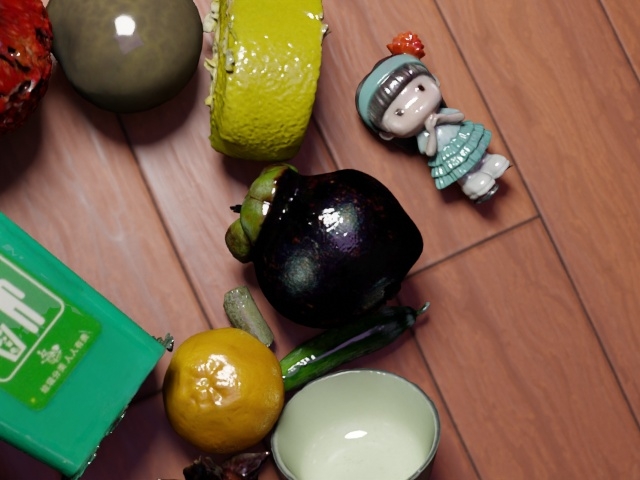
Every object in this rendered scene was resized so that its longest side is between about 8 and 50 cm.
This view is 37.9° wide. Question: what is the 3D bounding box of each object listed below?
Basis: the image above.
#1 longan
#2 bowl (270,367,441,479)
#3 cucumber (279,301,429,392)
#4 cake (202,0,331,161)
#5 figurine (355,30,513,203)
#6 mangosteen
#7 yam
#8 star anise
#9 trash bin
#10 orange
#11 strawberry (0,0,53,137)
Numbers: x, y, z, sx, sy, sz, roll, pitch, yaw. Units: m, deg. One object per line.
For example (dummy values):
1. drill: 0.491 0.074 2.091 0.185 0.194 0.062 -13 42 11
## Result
1. longan: -0.250 -0.259 1.195 0.212 0.198 0.198 29 73 32
2. bowl: 0.050 0.272 1.177 0.211 0.112 0.211 -7 39 6
3. cucumber: 0.036 0.137 1.252 0.250 0.056 0.056 -24 86 -14
4. cake: -0.074 -0.237 1.206 0.156 0.179 0.261 1 60 -9
5. figurine: 0.160 -0.164 1.303 0.245 0.110 0.138 42 73 -7
6. mangosteen: 0.000 0.000 1.182 0.242 0.243 0.243 2 80 -11
7. yam: -0.096 0.106 1.236 0.043 0.043 0.094 -30 89 -14
8. star anise: -0.125 0.303 1.153 0.212 0.157 0.053 8 40 -8
9. trash bin: -0.393 0.091 1.079 0.381 0.295 0.259 39 75 -13
10. orange: -0.124 0.186 1.160 0.158 0.136 0.159 -3 76 13
11. strawberry: -0.439 -0.224 1.125 0.274 0.220 0.274 -4 73 13
